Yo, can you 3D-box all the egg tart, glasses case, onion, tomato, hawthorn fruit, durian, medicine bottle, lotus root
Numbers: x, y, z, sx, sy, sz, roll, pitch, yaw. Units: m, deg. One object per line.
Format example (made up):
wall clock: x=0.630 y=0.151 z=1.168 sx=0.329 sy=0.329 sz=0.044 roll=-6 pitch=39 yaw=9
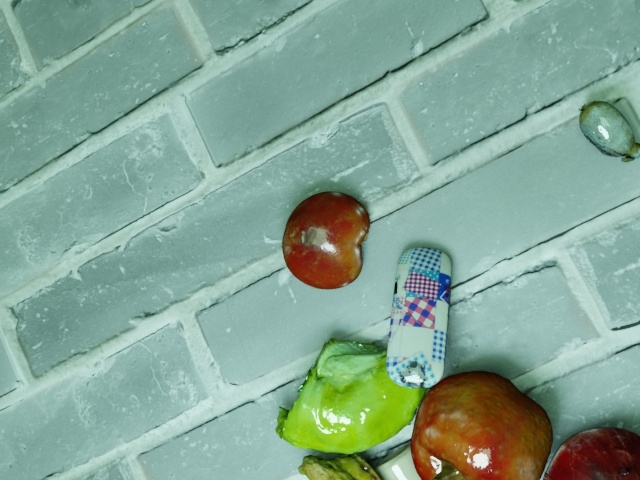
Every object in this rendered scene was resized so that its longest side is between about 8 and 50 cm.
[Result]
egg tart: x=0.077 y=0.564 z=1.650 sx=0.123 sy=0.294 sz=0.294 roll=-39 pitch=78 yaw=-15
glasses case: x=0.218 y=0.163 z=1.639 sx=0.125 sy=0.076 sz=0.327 roll=4 pitch=63 yaw=10
onion: x=0.581 y=0.514 z=1.505 sx=0.276 sy=0.276 sz=0.276 roll=0 pitch=90 yaw=17
tomato: x=0.000 y=0.000 z=1.730 sx=0.201 sy=0.140 sz=0.232 roll=6 pitch=92 yaw=23
hawthorn fruit: x=0.306 y=0.420 z=1.529 sx=0.287 sy=0.330 sz=0.287 roll=12 pitch=110 yaw=34
durian: x=0.069 y=0.351 z=1.678 sx=0.340 sy=0.204 sz=0.255 roll=8 pitch=80 yaw=16
medicine bottle: x=0.230 y=0.589 z=1.670 sx=0.114 sy=0.114 sz=0.252 roll=-35 pitch=80 yaw=14
lotus root: x=0.610 y=-0.227 z=1.581 sx=0.088 sy=0.088 sz=0.165 roll=-42 pitch=88 yaw=12
